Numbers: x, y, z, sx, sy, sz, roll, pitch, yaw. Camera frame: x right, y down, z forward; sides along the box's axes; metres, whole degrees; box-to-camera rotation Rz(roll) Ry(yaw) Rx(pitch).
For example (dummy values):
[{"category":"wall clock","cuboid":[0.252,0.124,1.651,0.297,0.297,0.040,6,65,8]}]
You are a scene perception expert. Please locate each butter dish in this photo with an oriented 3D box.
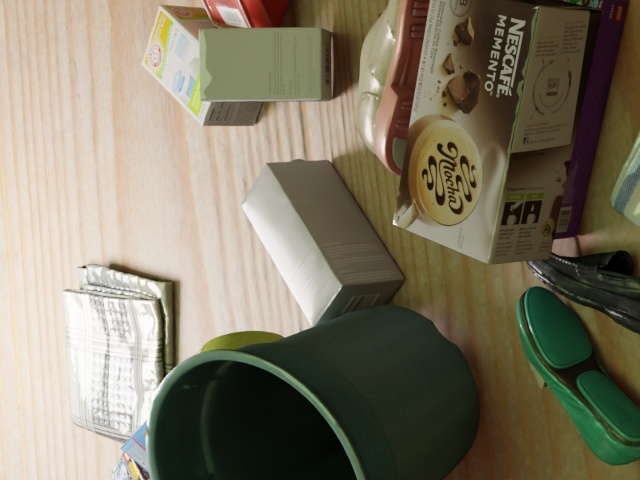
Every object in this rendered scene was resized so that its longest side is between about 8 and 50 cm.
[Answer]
[{"category":"butter dish","cuboid":[-0.108,-0.387,1.926,0.160,0.118,0.160,24,151,39]}]

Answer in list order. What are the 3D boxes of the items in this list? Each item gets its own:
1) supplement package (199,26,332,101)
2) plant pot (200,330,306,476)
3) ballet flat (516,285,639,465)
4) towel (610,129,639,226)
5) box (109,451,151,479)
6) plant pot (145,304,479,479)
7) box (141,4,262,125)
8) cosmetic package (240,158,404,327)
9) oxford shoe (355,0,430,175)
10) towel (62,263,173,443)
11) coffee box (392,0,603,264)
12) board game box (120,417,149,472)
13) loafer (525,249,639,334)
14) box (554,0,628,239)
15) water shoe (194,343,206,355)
[{"category":"supplement package","cuboid":[-0.078,-0.252,1.839,0.179,0.105,0.105,1,96,9]},{"category":"plant pot","cuboid":[-0.102,0.293,1.889,0.274,0.274,0.294,-35,53,45]},{"category":"ballet flat","cuboid":[0.300,0.169,1.527,0.247,0.083,0.087,57,146,32]},{"category":"towel","cuboid":[0.448,-0.056,1.366,0.285,0.034,0.209,42,124,38]},{"category":"box","cuboid":[-0.331,0.454,2.319,0.137,0.027,0.094,57,133,29]},{"category":"plant pot","cuboid":[0.017,0.249,1.626,0.341,0.334,0.341,13,112,34]},{"category":"box","cuboid":[-0.181,-0.278,2.021,0.203,0.103,0.114,46,125,37]},{"category":"cosmetic package","cuboid":[0.000,0.000,1.821,0.238,0.127,0.107,58,133,31]},{"category":"oxford shoe","cuboid":[0.118,-0.290,1.653,0.146,0.140,0.397,40,120,48]},{"category":"towel","cuboid":[-0.373,0.209,2.326,0.312,0.056,0.324,7,98,49]},{"category":"coffee box","cuboid":[0.202,-0.140,1.488,0.168,0.118,0.297,26,113,45]},{"category":"board game box","cuboid":[-0.220,0.340,2.114,0.160,0.039,0.211,42,131,-2]},{"category":"loafer","cuboid":[0.335,0.046,1.482,0.223,0.076,0.078,29,100,46]},{"category":"box","cuboid":[0.252,-0.170,1.564,0.201,0.057,0.293,25,112,44]},{"category":"water shoe","cuboid":[-0.220,0.239,2.138,0.080,0.073,0.203,47,126,39]}]
